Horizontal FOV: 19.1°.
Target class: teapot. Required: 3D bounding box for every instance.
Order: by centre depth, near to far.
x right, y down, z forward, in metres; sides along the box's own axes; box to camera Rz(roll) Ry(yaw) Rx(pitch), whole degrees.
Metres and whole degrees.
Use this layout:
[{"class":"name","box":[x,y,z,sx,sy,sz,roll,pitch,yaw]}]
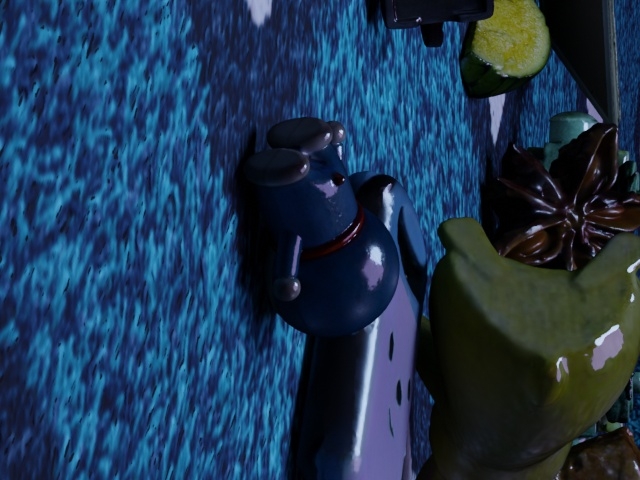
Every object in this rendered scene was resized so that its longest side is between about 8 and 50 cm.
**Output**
[{"class":"teapot","box":[0.081,-0.236,1.460,0.096,0.087,0.177,-110,-166,-63]}]

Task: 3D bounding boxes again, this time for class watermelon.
[{"class":"watermelon","box":[0.173,-0.191,1.911,0.092,0.075,0.181,37,38,-17]}]

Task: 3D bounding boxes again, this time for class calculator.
[{"class":"calculator","box":[0.034,0.088,1.380,0.173,0.051,0.293,64,31,-61]}]

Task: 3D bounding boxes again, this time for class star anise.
[{"class":"star anise","box":[0.245,-0.019,2.000,0.220,0.126,0.190,-30,116,-24]}]

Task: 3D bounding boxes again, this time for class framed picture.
[{"class":"framed picture","box":[0.288,-0.298,2.146,0.232,0.019,0.296,-115,-169,-48]}]

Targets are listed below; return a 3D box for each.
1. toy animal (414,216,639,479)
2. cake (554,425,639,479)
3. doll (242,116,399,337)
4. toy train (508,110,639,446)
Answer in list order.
[{"class":"toy animal","box":[0.151,0.126,1.571,0.363,0.181,0.180,106,-16,-60]},{"class":"cake","box":[0.275,0.347,1.879,0.199,0.196,0.293,22,44,-84]},{"class":"doll","box":[0.000,0.000,1.180,0.114,0.085,0.152,-55,137,-38]},{"class":"toy train","box":[0.291,0.054,2.192,0.253,0.160,0.397,3,89,-82]}]
